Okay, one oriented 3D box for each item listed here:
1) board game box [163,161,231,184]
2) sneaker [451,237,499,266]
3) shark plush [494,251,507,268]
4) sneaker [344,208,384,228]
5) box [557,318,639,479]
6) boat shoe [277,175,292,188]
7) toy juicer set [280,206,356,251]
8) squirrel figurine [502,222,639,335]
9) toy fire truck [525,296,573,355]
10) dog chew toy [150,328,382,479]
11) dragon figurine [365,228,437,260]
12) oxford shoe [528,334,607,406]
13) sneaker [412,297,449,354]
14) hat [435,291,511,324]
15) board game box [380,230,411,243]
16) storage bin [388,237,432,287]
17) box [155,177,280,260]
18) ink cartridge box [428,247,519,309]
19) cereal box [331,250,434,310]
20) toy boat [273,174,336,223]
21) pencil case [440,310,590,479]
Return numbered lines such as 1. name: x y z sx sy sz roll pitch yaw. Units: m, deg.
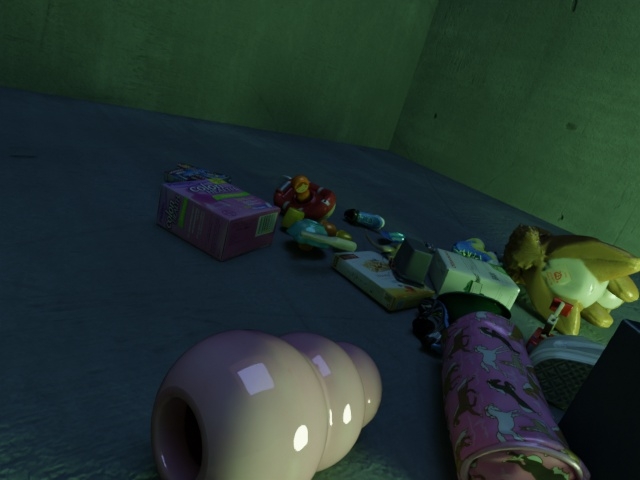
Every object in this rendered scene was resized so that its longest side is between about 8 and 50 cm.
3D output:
1. board game box: -0.438 -0.206 1.461 0.194 0.060 0.194 20 22 12
2. sneaker: 0.535 0.069 1.510 0.126 0.091 0.240 -3 23 1
3. shark plush: 0.697 0.075 1.632 0.067 0.073 0.161 -29 47 -20
4. sneaker: 0.157 -0.080 1.592 0.152 0.058 0.084 25 17 32
5. box: 0.587 0.322 0.604 0.395 0.294 0.212 14 21 -10
6. boat shoe: -0.083 -0.166 1.626 0.075 0.083 0.226 10 32 -46
7. toy juicer set: 0.000 0.000 1.252 0.209 0.090 0.329 20 10 -16
8. squirrel figurine: 0.791 0.094 1.370 0.370 0.281 0.397 5 26 -44
9. toy fire truck: 0.552 0.221 1.043 0.047 0.135 0.192 30 25 31
10. dog chew toy: -0.038 0.210 0.558 0.206 0.207 0.331 34 19 37
11. dragon figurine: 0.249 0.027 1.353 0.289 0.085 0.144 16 16 -12
12. oxford shoe: 0.649 0.304 0.884 0.449 0.169 0.130 16 19 11
13. sneaker: 0.252 0.187 0.997 0.078 0.067 0.188 22 24 -4
14. hat: 0.347 0.236 1.001 0.173 0.184 0.208 26 -24 -11
15. board game box: 0.283 0.014 1.500 0.168 0.033 0.133 15 16 -18
16. storage bin: 0.244 0.052 1.165 0.098 0.091 0.135 18 17 -9
17. box: -0.274 -0.068 1.162 0.243 0.117 0.213 26 23 23
18. ink cartridge box: 0.448 0.117 1.279 0.219 0.093 0.160 16 21 -2
19. cereal box: 0.166 0.102 1.168 0.173 0.047 0.240 -1 28 -42
20. toy boat: -0.058 -0.158 1.450 0.231 0.151 0.151 28 63 28
21. pencil case: 0.299 0.264 0.721 0.167 0.160 0.386 50 20 -7
